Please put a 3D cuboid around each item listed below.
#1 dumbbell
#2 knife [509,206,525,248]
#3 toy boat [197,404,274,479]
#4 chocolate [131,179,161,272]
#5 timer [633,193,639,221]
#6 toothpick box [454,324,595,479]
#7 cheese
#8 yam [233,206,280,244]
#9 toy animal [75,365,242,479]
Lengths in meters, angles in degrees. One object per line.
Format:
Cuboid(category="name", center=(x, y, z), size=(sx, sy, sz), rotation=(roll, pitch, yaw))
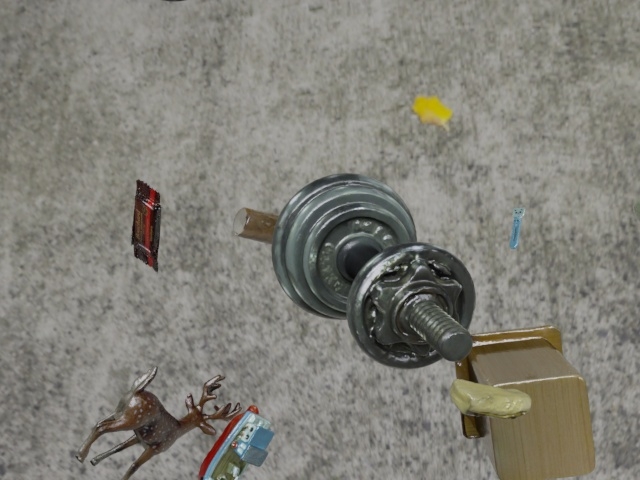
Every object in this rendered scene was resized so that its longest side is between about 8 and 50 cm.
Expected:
Cuboid(category="dumbbell", center=(0.041, 0.025, 0.598), size=(0.110, 0.110, 0.254), rotation=(-28, 19, -7))
Cuboid(category="knife", center=(0.392, -0.026, 1.863), size=(0.027, 0.010, 0.096), rotation=(-6, 58, 35))
Cuboid(category="toy boat", center=(-0.131, 0.333, 1.395), size=(0.058, 0.069, 0.173), rotation=(32, 86, 43))
Cuboid(category="chocolate", center=(-0.338, -0.029, 1.821), size=(0.086, 0.182, 0.028), rotation=(29, 33, 36))
Cuboid(category="timer", center=(0.585, -0.128, 1.167), size=(0.290, 0.291, 0.315), rotation=(20, 89, 19))
Cuboid(category="toothpick box", center=(0.323, 0.258, 1.477), size=(0.190, 0.308, 0.188), rotation=(-6, 94, 4))
Cuboid(category="cheese", center=(0.160, 0.151, 0.888), size=(0.083, 0.030, 0.044), rotation=(8, 21, -30))
Cuboid(category="yam", center=(0.000, 0.000, 1.283), size=(0.264, 0.046, 0.046), rotation=(13, 52, -33))
Cuboid(category="toy animal", center=(-0.256, 0.300, 1.515), size=(0.260, 0.243, 0.087), rotation=(-38, 64, -13))
